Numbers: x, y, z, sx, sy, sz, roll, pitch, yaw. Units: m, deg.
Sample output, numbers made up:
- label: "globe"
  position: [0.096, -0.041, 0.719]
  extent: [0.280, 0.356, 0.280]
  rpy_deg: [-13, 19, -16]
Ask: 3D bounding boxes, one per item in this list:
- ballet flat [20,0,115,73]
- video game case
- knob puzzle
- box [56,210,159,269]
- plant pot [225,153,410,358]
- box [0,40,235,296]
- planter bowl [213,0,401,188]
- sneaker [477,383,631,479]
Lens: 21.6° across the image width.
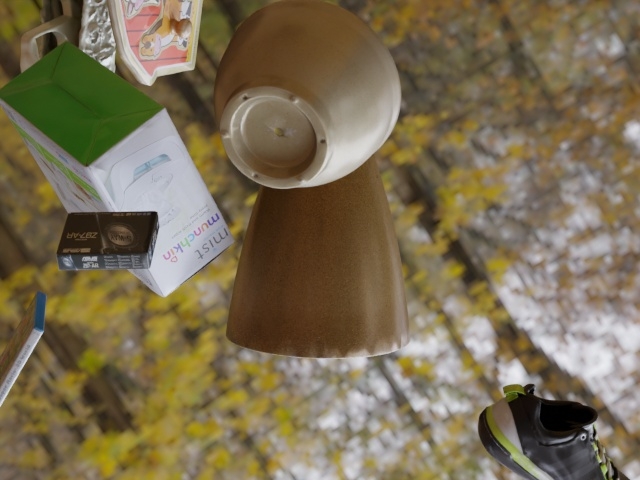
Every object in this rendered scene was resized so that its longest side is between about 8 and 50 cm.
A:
- label: "ballet flat"
  position: [-0.348, -0.308, 2.313]
  extent: [0.147, 0.409, 0.147]
  rpy_deg: [2, -166, -1]
- label: "video game case"
  position: [-0.380, 0.152, 2.045]
  extent: [0.166, 0.015, 0.119]
  rpy_deg: [-59, -163, 14]
- label: "knob puzzle"
  position: [-0.143, -0.238, 1.565]
  extent: [0.030, 0.213, 0.213]
  rpy_deg: [13, -147, 19]
- label: "box"
  position: [-0.190, 0.000, 1.505]
  extent: [0.083, 0.018, 0.067]
  rpy_deg: [-1, -145, 5]
- label: "plant pot"
  position: [0.000, 0.000, 2.129]
  extent: [0.237, 0.254, 0.237]
  rpy_deg: [1, -171, 0]
- label: "box"
  position: [-0.259, -0.089, 2.090]
  extent: [0.127, 0.231, 0.262]
  rpy_deg: [-39, -140, -14]
- label: "planter bowl"
  position: [-0.023, -0.111, 1.421]
  extent: [0.162, 0.162, 0.109]
  rpy_deg: [-25, -162, 30]
- label: "sneaker"
  position: [0.277, 0.229, 1.810]
  extent: [0.097, 0.235, 0.084]
  rpy_deg: [-47, -152, 25]
